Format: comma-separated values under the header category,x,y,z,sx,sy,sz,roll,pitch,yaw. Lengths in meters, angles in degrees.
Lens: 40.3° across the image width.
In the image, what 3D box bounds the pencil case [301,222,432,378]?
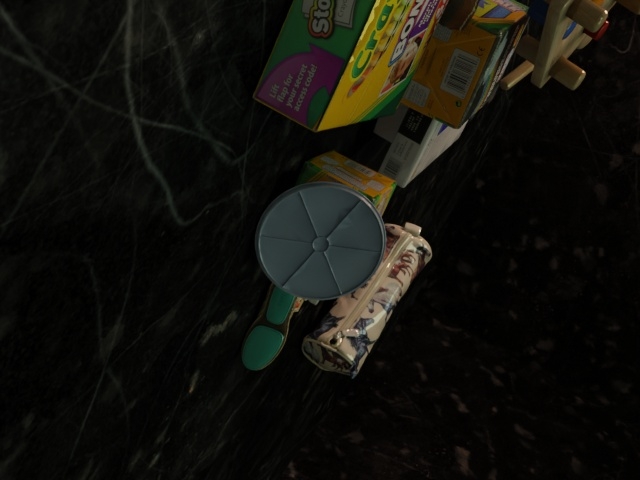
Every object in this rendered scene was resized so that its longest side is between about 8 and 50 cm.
category,x,y,z,sx,sy,sz,roll,pitch,yaw
pencil case,0.121,0.142,2.176,0.410,0.160,0.183,-55,-179,-20

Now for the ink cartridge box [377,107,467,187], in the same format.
category,x,y,z,sx,sy,sz,roll,pitch,yaw
ink cartridge box,0.233,-0.238,1.696,0.371,0.069,0.176,-37,155,-57

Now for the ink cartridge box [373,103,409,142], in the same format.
category,x,y,z,sx,sy,sz,roll,pitch,yaw
ink cartridge box,0.178,-0.275,1.686,0.180,0.060,0.104,-49,164,-43

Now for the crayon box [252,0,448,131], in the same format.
category,x,y,z,sx,sy,sz,roll,pitch,yaw
crayon box,0.086,-0.328,1.095,0.363,0.106,0.313,-65,167,20

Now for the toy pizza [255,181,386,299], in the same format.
category,x,y,z,sx,sy,sz,roll,pitch,yaw
toy pizza,0.000,0.000,1.338,0.032,0.201,0.201,-96,-152,-65

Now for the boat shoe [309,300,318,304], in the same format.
category,x,y,z,sx,sy,sz,roll,pitch,yaw
boat shoe,0.003,0.019,1.641,0.078,0.070,0.219,-54,164,-62

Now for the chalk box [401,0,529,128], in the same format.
category,x,y,z,sx,sy,sz,roll,pitch,yaw
chalk box,0.233,-0.340,1.498,0.289,0.179,0.180,-43,158,-56

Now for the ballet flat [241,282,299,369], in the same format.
category,x,y,z,sx,sy,sz,roll,pitch,yaw
ballet flat,-0.085,0.145,1.590,0.206,0.073,0.067,-62,-178,24

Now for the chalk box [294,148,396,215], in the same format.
category,x,y,z,sx,sy,sz,roll,pitch,yaw
chalk box,0.013,-0.021,1.441,0.213,0.132,0.132,-67,166,22

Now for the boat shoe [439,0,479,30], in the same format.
category,x,y,z,sx,sy,sz,roll,pitch,yaw
boat shoe,0.261,-0.437,1.332,0.122,0.120,0.324,-52,-166,55

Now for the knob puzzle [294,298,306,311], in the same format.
category,x,y,z,sx,sy,sz,roll,pitch,yaw
knob puzzle,-0.024,0.073,1.747,0.213,0.030,0.213,-55,167,-20

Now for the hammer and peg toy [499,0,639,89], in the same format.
category,x,y,z,sx,sy,sz,roll,pitch,yaw
hammer and peg toy,0.436,-0.368,1.433,0.266,0.127,0.361,-48,164,-10
